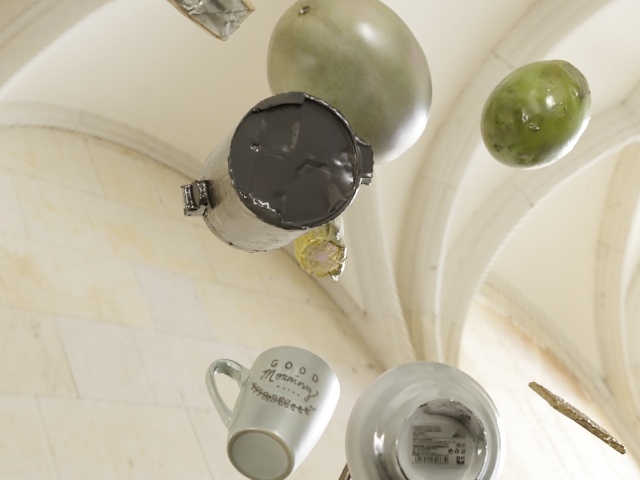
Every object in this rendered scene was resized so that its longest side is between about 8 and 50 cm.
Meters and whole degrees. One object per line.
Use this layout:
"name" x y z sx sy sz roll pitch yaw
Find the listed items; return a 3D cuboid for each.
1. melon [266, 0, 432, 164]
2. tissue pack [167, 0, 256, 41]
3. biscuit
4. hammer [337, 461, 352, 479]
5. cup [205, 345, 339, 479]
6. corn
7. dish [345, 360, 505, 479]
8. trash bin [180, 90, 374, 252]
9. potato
"melon" 0.053 -0.265 1.664 0.268 0.268 0.330 -31 -51 7
"tissue pack" -0.205 -0.394 1.379 0.090 0.222 0.186 -44 -47 6
"biscuit" 0.575 0.393 2.172 0.237 0.131 0.026 33 -84 -20
"hammer" 0.013 0.422 1.490 0.297 0.027 0.125 -65 -13 -9
"cup" -0.115 0.324 1.871 0.234 0.258 0.186 -57 -9 -58
"corn" 0.005 -0.001 2.139 0.122 0.305 0.123 34 -79 -12
"dish" 0.173 0.312 1.474 0.260 0.260 0.085 -19 -4 -14
"trash bin" -0.072 -0.094 1.492 0.252 0.203 0.301 -6 -4 -16
"potato" 0.445 -0.263 2.002 0.304 0.216 0.216 -52 -7 -44
